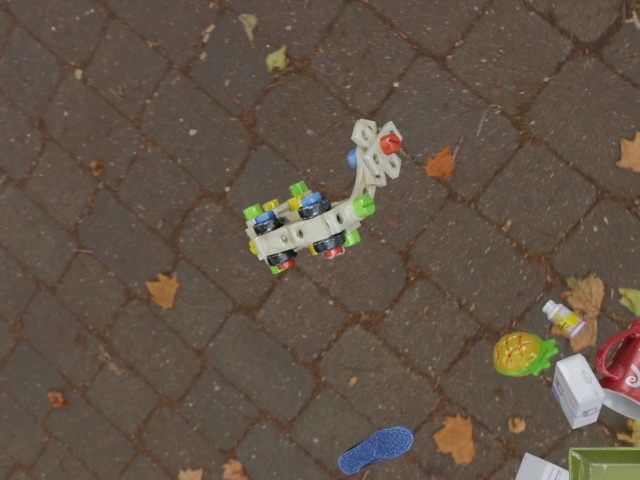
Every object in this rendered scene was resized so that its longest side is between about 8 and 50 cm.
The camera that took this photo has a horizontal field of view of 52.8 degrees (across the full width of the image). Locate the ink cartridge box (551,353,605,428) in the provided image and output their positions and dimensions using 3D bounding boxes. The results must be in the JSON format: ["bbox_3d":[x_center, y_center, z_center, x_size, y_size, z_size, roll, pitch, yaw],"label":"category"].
[{"bbox_3d":[0.474,0.279,1.192,0.052,0.122,0.088,-18,51,-1],"label":"ink cartridge box"}]

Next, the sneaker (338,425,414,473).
[{"bbox_3d":[0.156,0.553,1.737,0.232,0.090,0.081,-31,79,22],"label":"sneaker"}]

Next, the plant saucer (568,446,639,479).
[{"bbox_3d":[0.552,0.478,1.182,0.188,0.045,0.188,-23,52,50],"label":"plant saucer"}]

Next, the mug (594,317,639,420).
[{"bbox_3d":[0.603,0.233,1.224,0.113,0.150,0.169,19,67,42],"label":"mug"}]

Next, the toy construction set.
[{"bbox_3d":[0.003,-0.050,1.022,0.328,0.215,0.151,-37,87,43],"label":"toy construction set"}]

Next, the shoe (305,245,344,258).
[{"bbox_3d":[0.000,0.000,1.977,0.058,0.219,0.076,3,72,35],"label":"shoe"}]

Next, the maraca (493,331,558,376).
[{"bbox_3d":[0.500,0.280,1.583,0.099,0.127,0.186,42,158,-19],"label":"maraca"}]

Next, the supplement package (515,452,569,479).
[{"bbox_3d":[0.593,0.621,1.609,0.179,0.105,0.105,27,80,-9],"label":"supplement package"}]

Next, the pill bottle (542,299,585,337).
[{"bbox_3d":[0.508,0.162,1.351,0.083,0.043,0.043,42,115,26],"label":"pill bottle"}]
